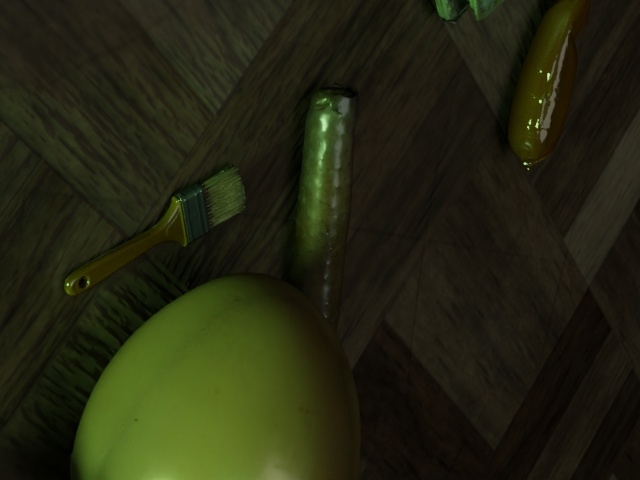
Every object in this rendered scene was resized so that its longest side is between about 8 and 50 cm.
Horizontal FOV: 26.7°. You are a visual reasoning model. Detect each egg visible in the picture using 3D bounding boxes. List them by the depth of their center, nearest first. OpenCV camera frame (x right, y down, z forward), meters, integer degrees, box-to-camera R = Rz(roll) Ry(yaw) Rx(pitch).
[{"bbox_3d":[-0.068,0.142,0.957,0.201,0.201,0.244,29,77,-54],"label":"egg"}]

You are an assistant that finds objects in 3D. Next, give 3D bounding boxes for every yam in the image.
[{"bbox_3d":[0.000,0.000,1.101,0.046,0.046,0.264,-18,121,-46],"label":"yam"}]

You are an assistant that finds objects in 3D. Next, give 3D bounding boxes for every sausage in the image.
[{"bbox_3d":[0.217,-0.156,1.291,0.062,0.054,0.183,-46,150,-81],"label":"sausage"}]

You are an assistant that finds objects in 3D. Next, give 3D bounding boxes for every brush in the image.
[{"bbox_3d":[-0.118,-0.004,0.976,0.170,0.014,0.043,-34,130,-37],"label":"brush"}]

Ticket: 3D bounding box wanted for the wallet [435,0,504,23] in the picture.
[{"bbox_3d":[0.145,-0.349,1.091,0.223,0.077,0.309,-50,141,-29],"label":"wallet"}]
